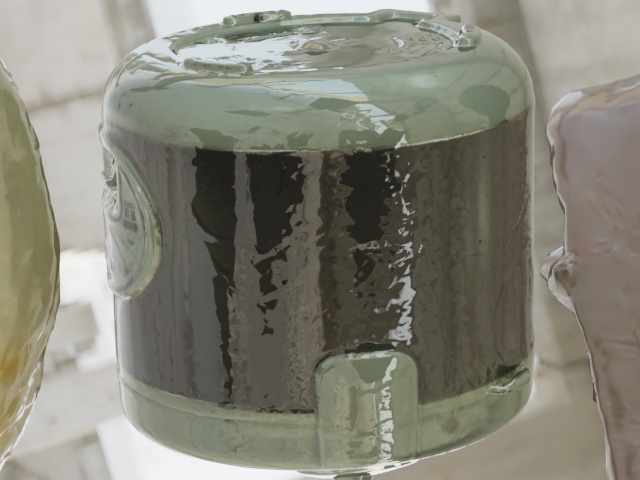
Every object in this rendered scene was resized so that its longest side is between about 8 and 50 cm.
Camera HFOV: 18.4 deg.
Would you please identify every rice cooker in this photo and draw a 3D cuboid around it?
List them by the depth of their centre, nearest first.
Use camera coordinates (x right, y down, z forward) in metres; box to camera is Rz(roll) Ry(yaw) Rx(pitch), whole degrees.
[{"bbox_3d":[-0.002,0.003,1.244,0.288,0.288,0.277,-146,-129,-62],"label":"rice cooker"}]

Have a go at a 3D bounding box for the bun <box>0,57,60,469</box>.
[{"bbox_3d":[-0.139,-0.003,0.426,0.188,0.164,0.111,62,4,-30],"label":"bun"}]

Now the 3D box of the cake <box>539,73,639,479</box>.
[{"bbox_3d":[0.218,0.085,0.693,0.237,0.230,0.309,49,28,-65],"label":"cake"}]
